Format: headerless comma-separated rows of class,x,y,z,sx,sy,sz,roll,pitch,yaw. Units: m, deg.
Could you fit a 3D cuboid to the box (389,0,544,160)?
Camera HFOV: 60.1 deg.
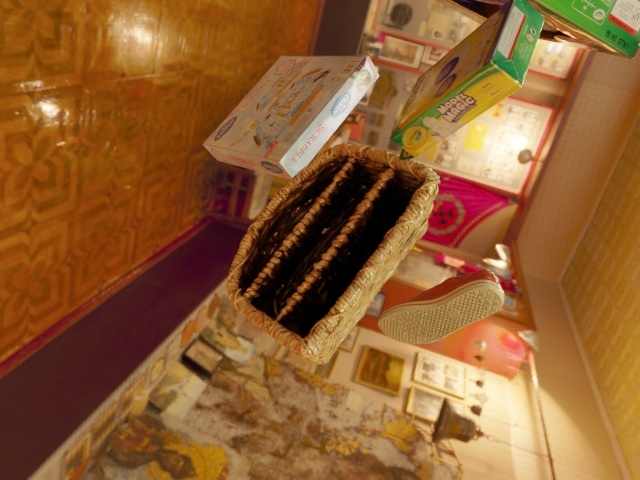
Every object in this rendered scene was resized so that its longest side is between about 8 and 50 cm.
box,0.138,-0.158,0.570,0.179,0.043,0.105,-35,-155,58

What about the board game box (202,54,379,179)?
board game box,-0.076,-0.296,1.272,0.318,0.318,0.066,-52,131,-15

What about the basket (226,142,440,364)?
basket,0.000,0.000,0.788,0.299,0.214,0.223,-52,166,-9

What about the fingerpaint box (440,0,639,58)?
fingerpaint box,0.320,-0.497,0.988,0.371,0.445,0.163,47,-60,53

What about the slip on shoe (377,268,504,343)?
slip on shoe,0.283,0.159,1.319,0.331,0.123,0.101,-29,-163,34
